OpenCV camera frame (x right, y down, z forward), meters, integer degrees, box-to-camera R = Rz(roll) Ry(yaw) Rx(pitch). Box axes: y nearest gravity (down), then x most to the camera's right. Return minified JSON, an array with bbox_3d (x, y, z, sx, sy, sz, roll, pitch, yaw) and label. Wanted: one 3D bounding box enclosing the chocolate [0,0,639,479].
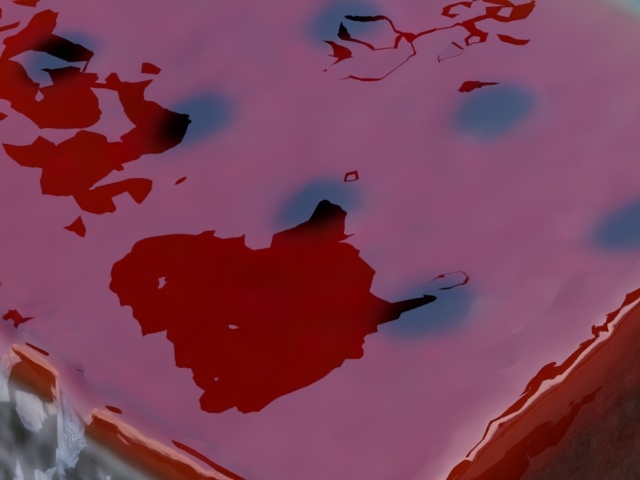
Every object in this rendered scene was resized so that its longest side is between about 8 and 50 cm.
[{"bbox_3d":[0.000,0.000,0.678,0.341,0.360,0.161,-38,-37,-34],"label":"chocolate"}]
